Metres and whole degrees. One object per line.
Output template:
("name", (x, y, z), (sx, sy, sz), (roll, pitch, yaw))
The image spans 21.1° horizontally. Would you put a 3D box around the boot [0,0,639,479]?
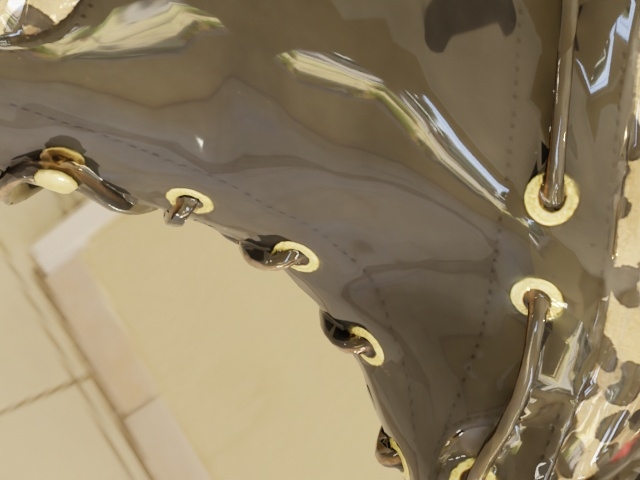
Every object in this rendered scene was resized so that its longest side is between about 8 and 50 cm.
("boot", (0.000, 0.000, 0.565), (0.284, 0.377, 0.138), (19, 27, 0))
